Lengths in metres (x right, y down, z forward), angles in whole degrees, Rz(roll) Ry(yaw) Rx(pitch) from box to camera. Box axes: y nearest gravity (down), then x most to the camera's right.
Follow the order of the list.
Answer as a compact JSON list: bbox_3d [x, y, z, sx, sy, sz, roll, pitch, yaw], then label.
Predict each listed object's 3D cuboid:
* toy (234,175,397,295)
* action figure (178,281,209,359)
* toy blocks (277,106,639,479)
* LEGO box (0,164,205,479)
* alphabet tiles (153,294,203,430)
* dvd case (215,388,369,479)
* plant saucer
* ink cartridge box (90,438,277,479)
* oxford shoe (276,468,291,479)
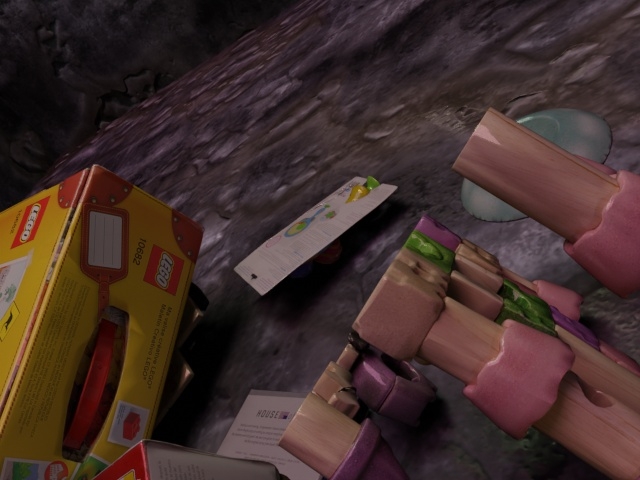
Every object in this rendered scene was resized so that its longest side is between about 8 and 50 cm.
[{"bbox_3d":[0.000,0.000,0.957,0.237,0.056,0.137,-41,24,-10],"label":"toy"},{"bbox_3d":[-0.298,0.151,1.077,0.285,0.099,0.185,-20,41,40],"label":"action figure"},{"bbox_3d":[0.160,0.092,0.503,0.309,0.260,0.288,-60,-6,16],"label":"toy blocks"},{"bbox_3d":[-0.391,0.197,0.880,0.372,0.193,0.500,-15,54,40],"label":"LEGO box"},{"bbox_3d":[-0.302,0.197,0.968,0.342,0.011,0.285,-54,43,5],"label":"alphabet tiles"},{"bbox_3d":[-0.065,0.264,0.690,0.179,0.029,0.239,-9,41,45],"label":"dvd case"},{"bbox_3d":[0.250,-0.106,0.816,0.195,0.037,0.195,-31,29,20],"label":"plant saucer"},{"bbox_3d":[-0.128,0.338,0.422,0.272,0.130,0.309,-41,46,22],"label":"ink cartridge box"},{"bbox_3d":[-0.013,0.288,0.532,0.083,0.096,0.227,-60,31,33],"label":"oxford shoe"}]
